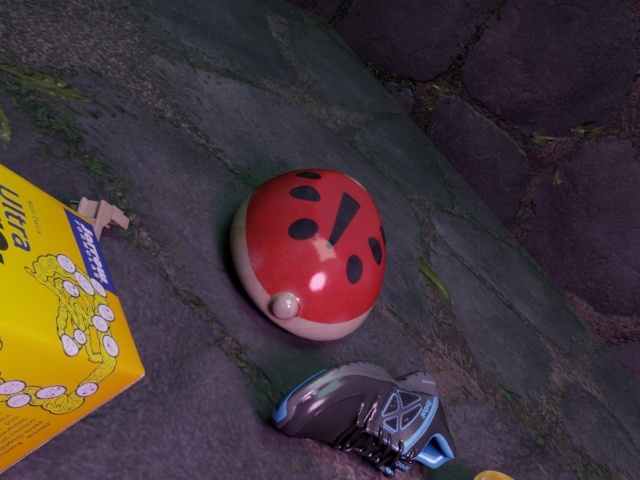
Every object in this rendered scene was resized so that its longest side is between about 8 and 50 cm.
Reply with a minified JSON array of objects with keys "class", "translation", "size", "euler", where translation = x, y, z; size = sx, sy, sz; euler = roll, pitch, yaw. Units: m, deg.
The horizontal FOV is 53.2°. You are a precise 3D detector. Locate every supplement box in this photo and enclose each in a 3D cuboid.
[{"class":"supplement box","translation":[-0.330,0.033,0.462],"size":[0.194,0.195,0.356],"euler":[59,5,30]}]

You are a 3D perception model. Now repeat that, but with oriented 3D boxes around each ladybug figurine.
[{"class":"ladybug figurine","translation":[0.000,0.000,1.140],"size":[0.305,0.162,0.449],"euler":[38,27,-10]}]

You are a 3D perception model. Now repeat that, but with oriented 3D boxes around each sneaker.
[{"class":"sneaker","translation":[0.080,0.259,0.909],"size":[0.340,0.125,0.140],"euler":[12,44,-42]}]

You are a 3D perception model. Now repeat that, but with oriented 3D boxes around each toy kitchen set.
[{"class":"toy kitchen set","translation":[-0.320,-0.014,0.882],"size":[0.068,0.075,0.083],"euler":[8,-15,10]}]

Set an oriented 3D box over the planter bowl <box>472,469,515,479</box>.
[{"class":"planter bowl","translation":[0.262,0.449,0.907],"size":[0.217,0.090,0.217],"euler":[32,27,-19]}]
